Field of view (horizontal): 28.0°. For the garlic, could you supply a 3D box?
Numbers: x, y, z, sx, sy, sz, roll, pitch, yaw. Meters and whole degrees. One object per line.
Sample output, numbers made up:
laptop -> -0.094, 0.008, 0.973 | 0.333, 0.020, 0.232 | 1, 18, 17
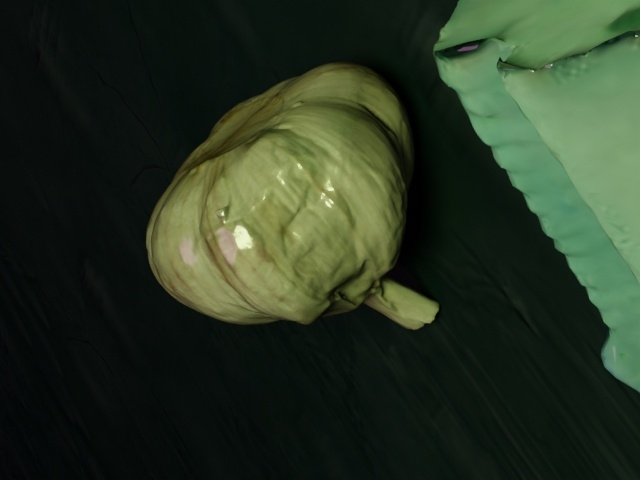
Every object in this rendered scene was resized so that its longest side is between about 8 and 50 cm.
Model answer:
garlic -> 0.000, 0.000, 0.919 | 0.212, 0.218, 0.218 | 47, 154, -19

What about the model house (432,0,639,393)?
model house -> 0.248, -0.030, 0.500 | 0.295, 0.252, 0.329 | -14, 119, 36
